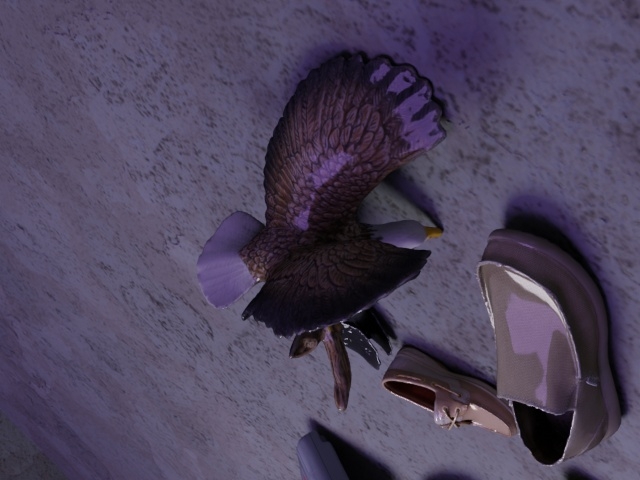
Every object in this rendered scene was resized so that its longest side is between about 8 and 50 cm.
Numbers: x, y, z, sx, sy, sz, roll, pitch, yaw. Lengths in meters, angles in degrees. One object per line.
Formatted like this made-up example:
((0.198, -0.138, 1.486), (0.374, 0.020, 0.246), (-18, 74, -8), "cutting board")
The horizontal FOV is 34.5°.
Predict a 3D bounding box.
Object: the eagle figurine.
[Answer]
((0.010, -0.005, 0.952), (0.226, 0.225, 0.298), (47, 164, 17), "eagle figurine")

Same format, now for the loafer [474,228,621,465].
((0.204, 0.107, 0.933), (0.102, 0.092, 0.269), (10, 137, 47), "loafer")

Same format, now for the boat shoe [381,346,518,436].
((0.143, 0.181, 1.145), (0.170, 0.059, 0.063), (24, 146, 33), "boat shoe")

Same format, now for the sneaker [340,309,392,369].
((0.005, 0.080, 1.199), (0.170, 0.051, 0.089), (24, 141, 28), "sneaker")

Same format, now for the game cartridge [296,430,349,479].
((0.033, 0.441, 1.561), (0.196, 0.060, 0.294), (55, 162, 38), "game cartridge")
